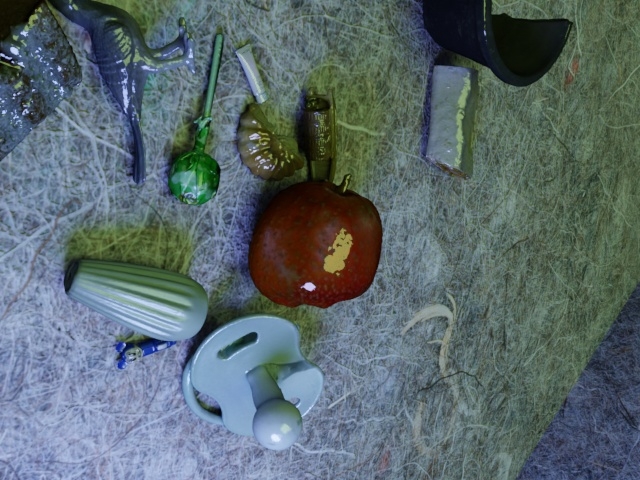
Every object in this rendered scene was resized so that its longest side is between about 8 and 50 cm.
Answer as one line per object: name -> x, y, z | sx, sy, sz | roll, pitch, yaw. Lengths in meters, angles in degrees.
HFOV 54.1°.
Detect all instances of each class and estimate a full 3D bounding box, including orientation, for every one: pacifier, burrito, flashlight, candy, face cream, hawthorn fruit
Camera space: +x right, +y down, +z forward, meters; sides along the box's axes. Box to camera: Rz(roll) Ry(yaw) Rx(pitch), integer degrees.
pacifier -> -0.125, 0.321, 1.283 | 0.288, 0.269, 0.343 | -31, 122, -2
burrito -> 0.344, -0.297, 1.615 | 0.143, 0.105, 0.299 | -14, 111, -43
flashlight -> -0.332, 0.208, 1.203 | 0.121, 0.035, 0.057 | -13, 111, -39
candy -> -0.215, -0.224, 1.158 | 0.097, 0.097, 0.323 | 12, 86, -44
face cream -> -0.133, -0.325, 1.226 | 0.038, 0.020, 0.115 | -39, 122, -29
hawthorn fruit -> 0.000, 0.000, 1.287 | 0.275, 0.275, 0.299 | 12, 104, -44

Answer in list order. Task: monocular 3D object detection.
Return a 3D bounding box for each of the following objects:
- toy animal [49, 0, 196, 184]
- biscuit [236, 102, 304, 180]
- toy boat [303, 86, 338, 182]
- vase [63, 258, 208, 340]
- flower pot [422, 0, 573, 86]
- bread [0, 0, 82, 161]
toy animal -> -0.300, -0.292, 1.032 | 0.206, 0.081, 0.367 | -27, 121, -8
biscuit -> -0.101, -0.182, 1.274 | 0.183, 0.061, 0.118 | 42, 76, -42
toy boat -> -0.002, -0.211, 1.341 | 0.088, 0.068, 0.225 | -45, 139, -59
vase -> -0.327, 0.099, 1.118 | 0.248, 0.128, 0.128 | 24, 87, -35
flower pot -> 0.394, -0.561, 1.470 | 0.379, 0.251, 0.379 | -18, 118, -38
bread -> -0.505, -0.149, 0.842 | 0.416, 0.113, 0.165 | -53, 166, -16
